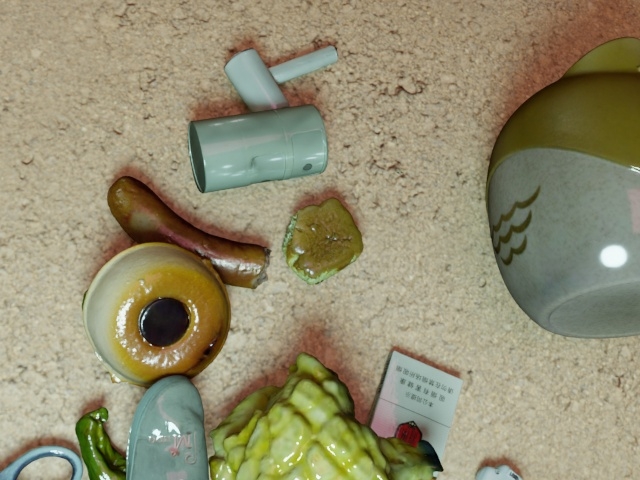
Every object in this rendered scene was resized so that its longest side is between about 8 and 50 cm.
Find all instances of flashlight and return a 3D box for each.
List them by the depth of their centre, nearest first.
[{"bbox_3d":[0.259,0.456,1.181,0.093,0.047,0.200,40,68,2],"label":"flashlight"}]

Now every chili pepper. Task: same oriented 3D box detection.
[{"bbox_3d":[-0.298,0.345,1.055,0.073,0.072,0.204,-29,86,-4],"label":"chili pepper"}]

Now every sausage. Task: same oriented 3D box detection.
[{"bbox_3d":[-0.219,-0.002,1.203,0.302,0.076,0.103,27,58,-6],"label":"sausage"}]

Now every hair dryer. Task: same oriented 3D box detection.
[{"bbox_3d":[-0.053,-0.311,1.380,0.236,0.073,0.131,-28,81,-32],"label":"hair dryer"}]

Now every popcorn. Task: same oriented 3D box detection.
[{"bbox_3d":[-0.017,0.311,1.057,0.237,0.293,0.293,-44,85,13],"label":"popcorn"}]

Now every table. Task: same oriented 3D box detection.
[{"bbox_3d":[-0.108,-0.160,1.264,0.219,0.126,0.127,-11,73,-19],"label":"table"}]

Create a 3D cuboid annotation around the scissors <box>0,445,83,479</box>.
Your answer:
[{"bbox_3d":[-0.518,0.376,0.939,0.255,0.029,0.383,32,48,4],"label":"scissors"}]

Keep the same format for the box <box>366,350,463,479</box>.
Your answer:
[{"bbox_3d":[0.142,0.320,1.205,0.138,0.035,0.245,25,65,-5],"label":"box"}]

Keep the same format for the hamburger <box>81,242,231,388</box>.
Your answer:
[{"bbox_3d":[-0.243,0.113,1.109,0.236,0.147,0.237,-3,97,-23],"label":"hamburger"}]

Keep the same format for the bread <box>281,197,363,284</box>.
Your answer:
[{"bbox_3d":[0.000,0.000,1.266,0.140,0.069,0.128,-28,79,-24],"label":"bread"}]

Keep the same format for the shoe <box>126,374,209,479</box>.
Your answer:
[{"bbox_3d":[-0.208,0.319,1.021,0.103,0.100,0.251,15,81,-46],"label":"shoe"}]

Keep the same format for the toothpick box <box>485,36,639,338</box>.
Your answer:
[{"bbox_3d":[0.491,-0.077,1.246,0.408,0.409,0.426,5,64,-14],"label":"toothpick box"}]
